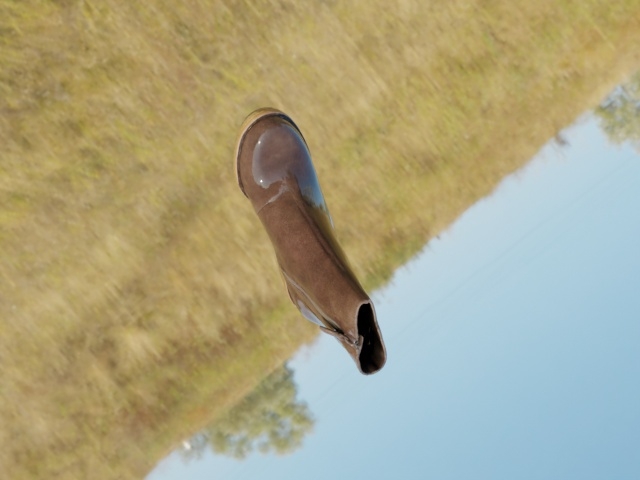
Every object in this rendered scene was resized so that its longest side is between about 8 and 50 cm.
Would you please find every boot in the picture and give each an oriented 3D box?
[{"bbox_3d":[0.000,0.000,0.873,0.090,0.248,0.207,-26,-137,-16],"label":"boot"}]
